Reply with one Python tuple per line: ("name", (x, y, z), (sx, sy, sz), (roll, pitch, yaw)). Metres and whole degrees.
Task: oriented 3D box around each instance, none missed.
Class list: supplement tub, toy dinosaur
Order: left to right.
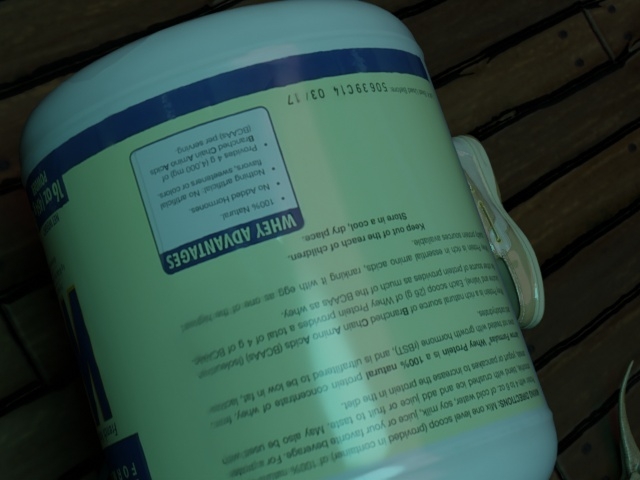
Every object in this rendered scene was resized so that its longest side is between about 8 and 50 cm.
("supplement tub", (-0.011, 0.059, 0.703), (0.235, 0.235, 0.324), (-11, 78, -36))
("toy dinosaur", (0.260, 0.200, 1.055), (0.093, 0.053, 0.183), (-34, 100, -53))

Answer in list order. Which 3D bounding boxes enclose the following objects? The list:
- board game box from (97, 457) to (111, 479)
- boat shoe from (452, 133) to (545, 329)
("board game box", (-0.025, 0.210, 0.832), (0.254, 0.079, 0.336), (28, 59, -22))
("boat shoe", (0.121, -0.003, 1.028), (0.059, 0.063, 0.170), (-11, 69, -34))
